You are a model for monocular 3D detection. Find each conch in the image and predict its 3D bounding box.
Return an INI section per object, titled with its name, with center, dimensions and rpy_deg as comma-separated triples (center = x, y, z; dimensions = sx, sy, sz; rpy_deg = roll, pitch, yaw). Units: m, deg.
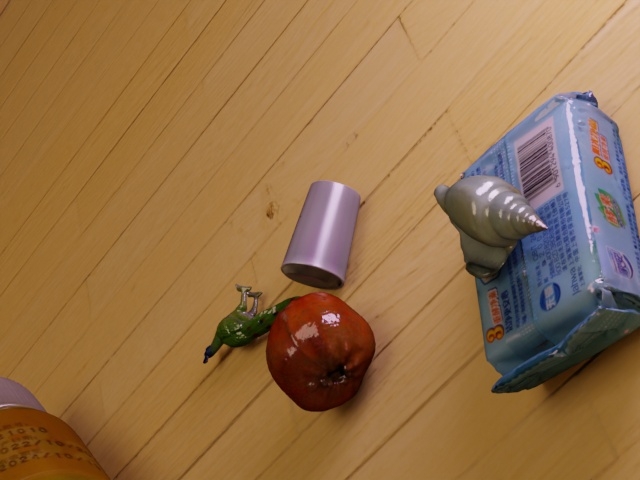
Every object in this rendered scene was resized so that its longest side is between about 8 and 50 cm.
[conch]
center = 0.154, -0.017, 1.179
dimensions = 0.065, 0.088, 0.180
rpy_deg = -26, 17, -18

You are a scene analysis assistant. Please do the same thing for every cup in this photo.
[cup]
center = 0.000, 0.000, 1.521
dimensions = 0.104, 0.074, 0.116
rpy_deg = 120, 166, -69

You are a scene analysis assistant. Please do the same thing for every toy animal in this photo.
[toy animal]
center = -0.074, 0.083, 1.590
dimensions = 0.217, 0.041, 0.075
rpy_deg = -29, 50, 38

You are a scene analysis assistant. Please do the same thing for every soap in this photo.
[soap]
center = 0.211, -0.006, 1.208
dimensions = 0.156, 0.077, 0.293
rpy_deg = -37, 42, 39

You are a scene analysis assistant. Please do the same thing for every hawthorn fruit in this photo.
[hawthorn fruit]
center = -0.003, 0.117, 1.404
dimensions = 0.128, 0.128, 0.128
rpy_deg = -32, 46, 41

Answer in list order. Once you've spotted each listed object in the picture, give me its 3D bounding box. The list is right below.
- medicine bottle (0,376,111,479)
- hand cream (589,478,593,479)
[medicine bottle]
center = -0.398, 0.333, 1.719
dimensions = 0.384, 0.224, 0.224
rpy_deg = 34, 98, 57
[hand cream]
center = 0.165, 0.277, 1.126
dimensions = 0.186, 0.054, 0.087
rpy_deg = -33, 40, 31
